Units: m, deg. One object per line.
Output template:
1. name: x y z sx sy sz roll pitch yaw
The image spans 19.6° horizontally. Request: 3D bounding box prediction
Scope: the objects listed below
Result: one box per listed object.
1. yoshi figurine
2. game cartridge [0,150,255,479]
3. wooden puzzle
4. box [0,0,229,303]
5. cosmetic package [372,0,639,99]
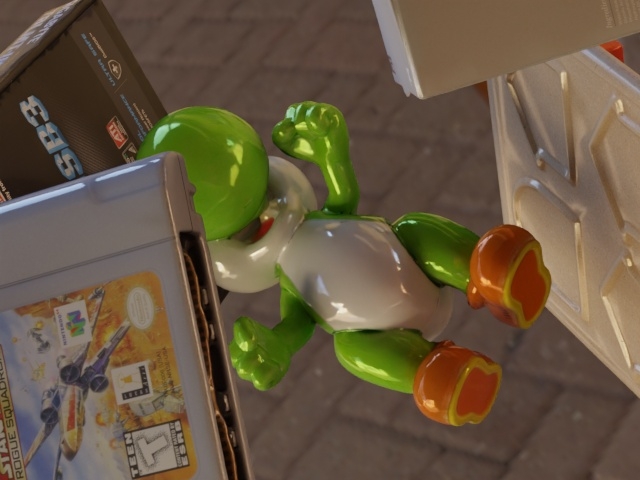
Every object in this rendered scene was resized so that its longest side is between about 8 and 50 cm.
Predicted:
1. yoshi figurine: -0.014 0.000 1.472 0.362 0.203 0.203 25 41 27
2. game cartridge: -0.153 0.107 1.260 0.198 0.062 0.297 -15 81 19
3. wooden puzzle: 0.235 -0.034 1.482 0.080 0.322 0.348 -20 38 -12
4. box: -0.201 -0.020 1.572 0.073 0.295 0.293 -17 22 29
5. cosmetic package: 0.153 -0.174 1.212 0.238 0.107 0.127 -15 11 -5
